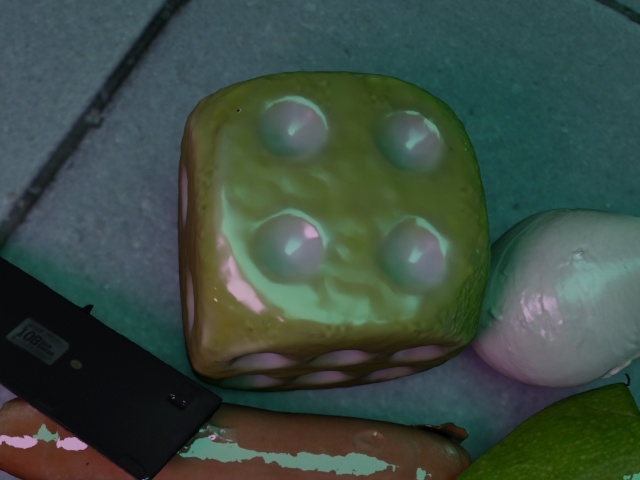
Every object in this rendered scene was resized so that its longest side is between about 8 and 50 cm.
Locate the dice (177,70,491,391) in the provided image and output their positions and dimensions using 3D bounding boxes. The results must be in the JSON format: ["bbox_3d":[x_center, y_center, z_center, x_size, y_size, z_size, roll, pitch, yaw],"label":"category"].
[{"bbox_3d":[0.000,0.000,0.826,0.238,0.227,0.233,-2,72,-14],"label":"dice"}]

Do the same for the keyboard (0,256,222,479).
[{"bbox_3d":[-0.232,0.088,0.788,0.317,0.027,0.106,29,51,21],"label":"keyboard"}]

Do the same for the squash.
[{"bbox_3d":[0.155,0.231,0.815,0.288,0.111,0.203,-21,36,10],"label":"squash"}]

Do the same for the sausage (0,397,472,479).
[{"bbox_3d":[-0.072,0.184,0.811,0.418,0.094,0.094,8,29,-8],"label":"sausage"}]

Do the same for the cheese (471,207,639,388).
[{"bbox_3d":[0.226,0.050,0.871,0.189,0.198,0.154,-40,102,-13],"label":"cheese"}]
